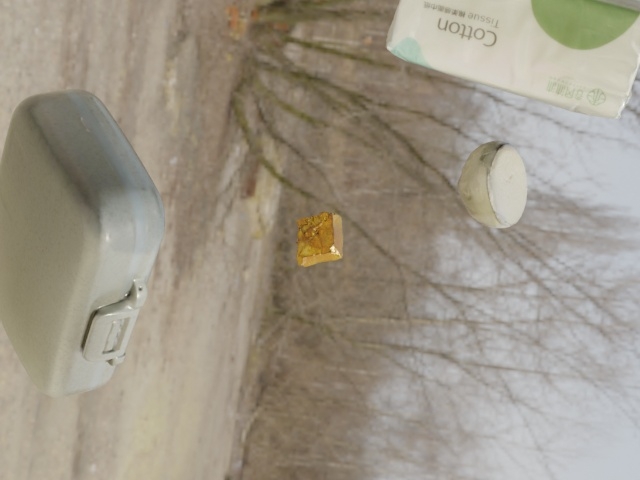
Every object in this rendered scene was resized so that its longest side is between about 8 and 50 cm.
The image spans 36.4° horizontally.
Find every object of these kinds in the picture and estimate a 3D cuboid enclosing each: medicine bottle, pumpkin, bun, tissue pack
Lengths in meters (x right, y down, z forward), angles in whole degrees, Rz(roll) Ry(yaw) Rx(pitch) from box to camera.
[{"bbox_3d":[-0.316,0.012,1.209,0.282,0.123,0.375,54,-43,26],"label":"medicine bottle"},{"bbox_3d":[0.000,0.000,1.596,0.054,0.074,0.083,47,37,-56],"label":"pumpkin"},{"bbox_3d":[0.260,-0.086,1.529,0.138,0.094,0.138,2,88,-51],"label":"bun"},{"bbox_3d":[0.300,-0.329,1.445,0.266,0.357,0.193,-54,160,-62],"label":"tissue pack"}]
